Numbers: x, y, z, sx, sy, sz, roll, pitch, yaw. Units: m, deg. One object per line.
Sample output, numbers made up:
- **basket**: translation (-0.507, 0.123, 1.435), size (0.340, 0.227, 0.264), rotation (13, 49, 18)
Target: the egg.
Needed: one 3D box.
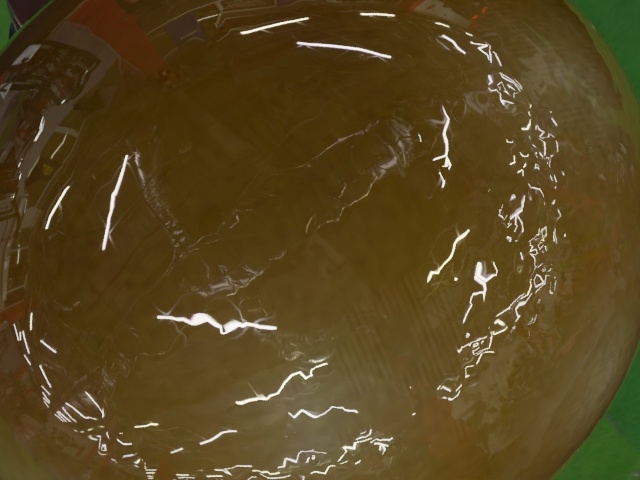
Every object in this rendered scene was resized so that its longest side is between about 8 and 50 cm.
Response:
- **egg**: translation (0.000, 0.000, 0.491), size (0.351, 0.282, 0.282), rotation (-19, 75, -45)

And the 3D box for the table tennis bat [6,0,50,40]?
- **table tennis bat**: translation (-0.199, -0.161, 0.760), size (0.014, 0.158, 0.095), rotation (-13, 51, -34)
